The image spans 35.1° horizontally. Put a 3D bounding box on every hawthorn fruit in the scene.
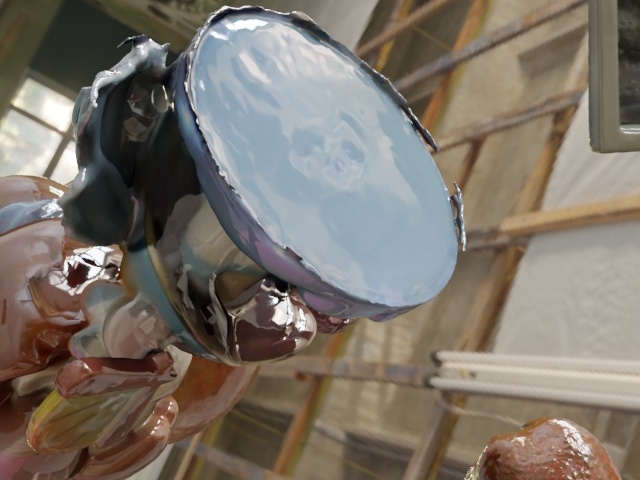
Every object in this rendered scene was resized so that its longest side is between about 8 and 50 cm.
[{"bbox_3d":[0.231,0.272,0.953,0.163,0.162,0.203,-53,-128,28],"label":"hawthorn fruit"}]

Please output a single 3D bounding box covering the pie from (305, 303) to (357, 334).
[{"bbox_3d":[0.000,0.000,0.818,0.036,0.154,0.154,-11,-135,31],"label":"pie"}]

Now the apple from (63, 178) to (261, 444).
[{"bbox_3d":[-0.181,0.064,1.020,0.301,0.301,0.301,-54,-163,25],"label":"apple"}]

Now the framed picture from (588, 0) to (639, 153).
[{"bbox_3d":[0.356,-0.190,0.786,0.020,0.324,0.241,-161,-111,-77],"label":"framed picture"}]

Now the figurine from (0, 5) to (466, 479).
[{"bbox_3d":[-0.139,0.025,0.622,0.388,0.248,0.276,-38,180,37],"label":"figurine"}]
